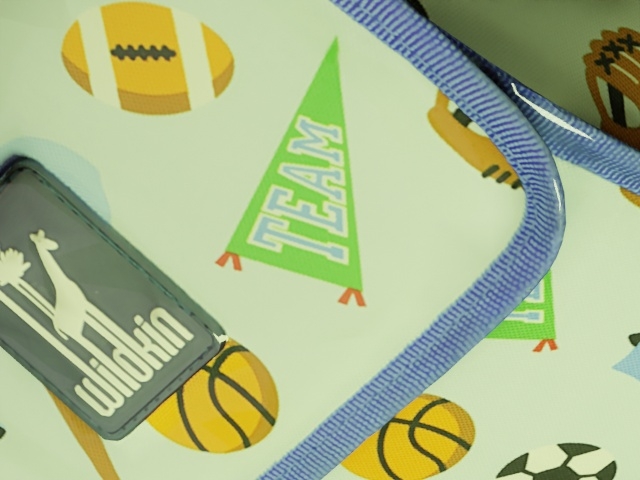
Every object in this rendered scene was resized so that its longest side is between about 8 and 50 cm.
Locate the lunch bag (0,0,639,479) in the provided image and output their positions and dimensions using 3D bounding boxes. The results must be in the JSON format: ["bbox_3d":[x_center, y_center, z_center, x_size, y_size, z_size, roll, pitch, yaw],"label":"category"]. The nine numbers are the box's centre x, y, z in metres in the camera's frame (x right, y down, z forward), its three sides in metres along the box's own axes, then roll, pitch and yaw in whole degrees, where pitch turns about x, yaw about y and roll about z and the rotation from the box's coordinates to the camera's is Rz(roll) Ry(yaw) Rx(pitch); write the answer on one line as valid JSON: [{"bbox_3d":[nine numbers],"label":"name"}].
[{"bbox_3d":[0.000,0.000,0.640,0.385,0.239,0.328,21,131,-34],"label":"lunch bag"}]
